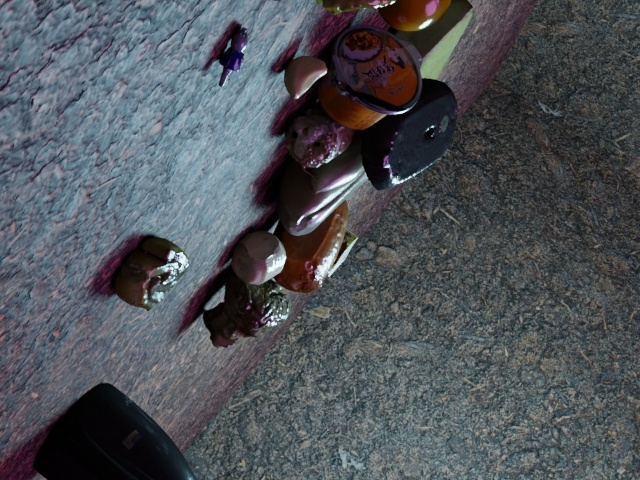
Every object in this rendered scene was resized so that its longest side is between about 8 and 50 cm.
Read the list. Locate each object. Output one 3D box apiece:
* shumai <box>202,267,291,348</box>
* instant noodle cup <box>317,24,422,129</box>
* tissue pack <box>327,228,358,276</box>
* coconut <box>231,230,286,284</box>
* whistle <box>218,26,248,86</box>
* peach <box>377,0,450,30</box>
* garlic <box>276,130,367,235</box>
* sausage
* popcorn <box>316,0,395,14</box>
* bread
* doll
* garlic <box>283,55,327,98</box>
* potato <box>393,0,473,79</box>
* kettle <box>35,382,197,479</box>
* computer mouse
[{"bbox_3d":[-0.172,0.161,2.242,0.175,0.166,0.206,-51,174,19],"label":"shumai"},{"bbox_3d":[0.074,-0.275,1.797,0.208,0.177,0.125,-10,162,-33],"label":"instant noodle cup"},{"bbox_3d":[0.000,0.000,2.579,0.099,0.149,0.106,-46,170,-45],"label":"tissue pack"},{"bbox_3d":[-0.125,0.031,2.153,0.124,0.110,0.110,-39,165,-40],"label":"coconut"},{"bbox_3d":[-0.113,-0.238,1.307,0.033,0.029,0.083,-80,-164,-71],"label":"whistle"},{"bbox_3d":[0.164,-0.432,1.743,0.138,0.138,0.138,-52,172,-10],"label":"peach"},{"bbox_3d":[0.013,-0.127,2.104,0.325,0.132,0.279,-36,166,-32],"label":"garlic"},{"bbox_3d":[-0.026,-0.012,2.285,0.141,0.153,0.268,97,13,-67],"label":"sausage"},{"bbox_3d":[0.051,-0.370,1.358,0.145,0.126,0.126,-27,163,15],"label":"popcorn"},{"bbox_3d":[-0.262,0.053,1.571,0.117,0.064,0.156,-55,174,0],"label":"bread"},{"bbox_3d":[0.014,-0.215,1.884,0.221,0.105,0.115,-54,149,-40],"label":"doll"},{"bbox_3d":[-0.028,-0.263,1.593,0.083,0.053,0.041,-40,169,-26],"label":"garlic"},{"bbox_3d":[0.168,-0.372,2.099,0.255,0.112,0.269,-40,163,-34],"label":"potato"},{"bbox_3d":[-0.355,0.426,1.841,0.207,0.290,0.268,-51,171,-7],"label":"kettle"},{"bbox_3d":[0.163,-0.216,1.995,0.323,0.116,0.183,-33,126,-50],"label":"computer mouse"}]
